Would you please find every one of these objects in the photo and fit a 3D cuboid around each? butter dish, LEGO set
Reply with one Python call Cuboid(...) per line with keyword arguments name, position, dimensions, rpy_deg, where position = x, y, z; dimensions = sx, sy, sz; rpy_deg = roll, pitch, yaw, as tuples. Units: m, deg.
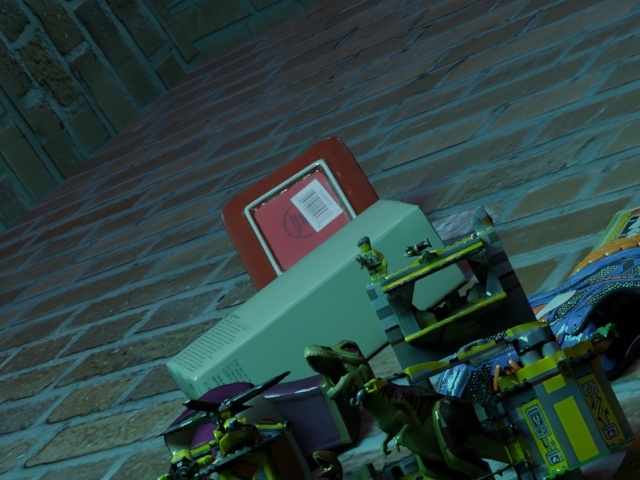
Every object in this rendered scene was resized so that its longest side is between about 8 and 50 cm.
Cuboid(name="butter dish", position=(0.000, 0.000, 2.001), dimensions=(0.160, 0.118, 0.160), rpy_deg=(-33, 56, 5))
Cuboid(name="LEGO set", position=(0.028, 0.095, 1.178), dimensions=(0.331, 0.192, 0.255), rpy_deg=(-26, -8, 12))

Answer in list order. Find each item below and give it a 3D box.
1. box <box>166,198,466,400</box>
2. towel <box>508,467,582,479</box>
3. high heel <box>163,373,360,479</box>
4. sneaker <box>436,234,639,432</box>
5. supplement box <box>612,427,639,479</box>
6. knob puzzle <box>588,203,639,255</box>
Cuboid(name="box", position=(-0.005, 0.078, 1.782), dimensions=(0.275, 0.094, 0.113), rpy_deg=(-37, 15, -11))
Cuboid(name="towel", position=(0.126, 0.199, 1.241), dimensions=(0.110, 0.027, 0.148), rpy_deg=(-30, 16, 19))
Cuboid(name="high heel", position=(-0.088, 0.193, 1.492), dimensions=(0.181, 0.127, 0.377), rpy_deg=(-20, -1, 15))
Cuboid(name="sneaker", position=(0.182, 0.077, 1.415), dimensions=(0.221, 0.083, 0.087), rpy_deg=(-37, 22, 2))
Cuboid(name="supplement box", position=(0.241, 0.125, 1.129), dimensions=(0.078, 0.080, 0.233), rpy_deg=(-20, 18, 37))
Cuboid(name="knob puzzle", position=(0.291, -0.010, 1.548), dimensions=(0.213, 0.030, 0.213), rpy_deg=(-31, 15, 9))
